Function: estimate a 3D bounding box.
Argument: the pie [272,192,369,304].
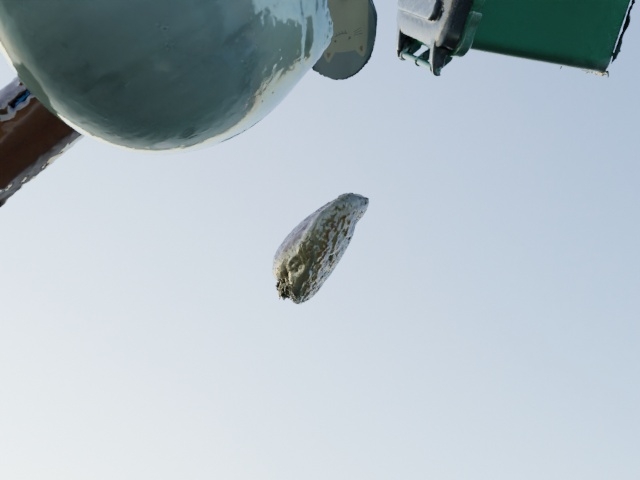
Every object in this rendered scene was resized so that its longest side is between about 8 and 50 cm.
[{"bbox_3d":[0.000,0.000,1.469,0.079,0.193,0.163,39,-71,3],"label":"pie"}]

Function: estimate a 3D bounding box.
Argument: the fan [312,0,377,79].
[{"bbox_3d":[0.015,-0.260,1.197,0.113,0.175,0.005,2,11,43],"label":"fan"}]

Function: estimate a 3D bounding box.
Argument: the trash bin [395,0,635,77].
[{"bbox_3d":[0.350,-0.422,2.024,0.381,0.295,0.259,11,14,-21],"label":"trash bin"}]

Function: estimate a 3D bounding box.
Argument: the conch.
[{"bbox_3d":[-0.084,-0.133,0.613,0.121,0.185,0.221,36,17,36],"label":"conch"}]

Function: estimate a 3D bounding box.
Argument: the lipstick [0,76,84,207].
[{"bbox_3d":[-0.242,-0.057,0.797,0.077,0.418,0.077,48,-8,9],"label":"lipstick"}]
